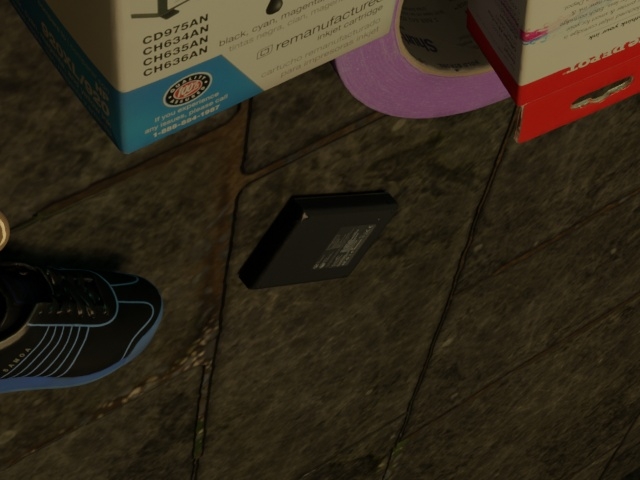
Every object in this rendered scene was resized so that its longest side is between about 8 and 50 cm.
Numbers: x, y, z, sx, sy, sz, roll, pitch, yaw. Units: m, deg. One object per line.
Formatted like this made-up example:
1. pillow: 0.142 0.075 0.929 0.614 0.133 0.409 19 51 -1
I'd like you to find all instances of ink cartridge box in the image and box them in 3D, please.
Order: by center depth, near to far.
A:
1. ink cartridge box: -0.064 -0.196 0.718 0.171 0.168 0.233 -27 154 -21
2. ink cartridge box: 0.165 -0.172 0.934 0.134 0.078 0.231 -23 151 -11

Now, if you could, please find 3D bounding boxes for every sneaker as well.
1. sneaker: -0.198 0.054 1.065 0.232 0.081 0.090 -15 153 -41

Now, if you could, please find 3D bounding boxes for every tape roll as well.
1. tape roll: 0.113 -0.206 1.008 0.275 0.090 0.275 -22 151 -13

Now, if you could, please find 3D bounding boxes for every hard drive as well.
1. hard drive: 0.000 0.000 1.328 0.135 0.022 0.094 -6 139 -52

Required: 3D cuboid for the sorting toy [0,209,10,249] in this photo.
1. sorting toy: -0.303 0.017 0.855 0.193 0.038 0.208 -32 162 13
